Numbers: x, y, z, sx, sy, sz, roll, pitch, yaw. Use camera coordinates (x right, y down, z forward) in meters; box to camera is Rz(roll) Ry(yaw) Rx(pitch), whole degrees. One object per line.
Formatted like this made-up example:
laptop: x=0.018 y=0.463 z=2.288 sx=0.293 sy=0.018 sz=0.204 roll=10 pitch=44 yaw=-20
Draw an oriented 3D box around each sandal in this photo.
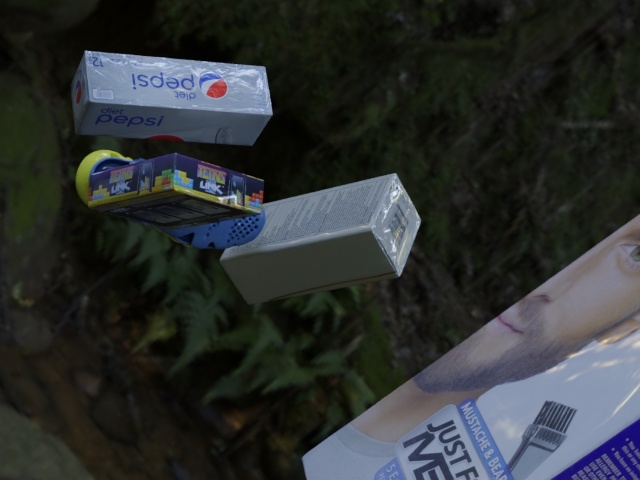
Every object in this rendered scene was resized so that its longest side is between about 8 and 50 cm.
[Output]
sandal: x=-0.230 y=-0.058 z=1.949 sx=0.317 sy=0.126 sz=0.138 roll=13 pitch=-2 yaw=-26

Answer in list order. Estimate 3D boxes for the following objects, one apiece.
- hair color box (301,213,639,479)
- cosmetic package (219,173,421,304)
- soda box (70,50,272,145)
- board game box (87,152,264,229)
hair color box: x=0.157 y=0.135 z=0.829 sx=0.110 sy=0.339 sz=0.185 roll=51 pitch=8 yaw=-25
cosmetic package: x=0.000 y=0.000 z=2.081 sx=0.113 sy=0.309 sz=0.160 roll=58 pitch=37 yaw=-28
soda box: x=-0.223 y=-0.210 z=1.818 sx=0.286 sy=0.098 sz=0.091 roll=2 pitch=63 yaw=-25
board game box: x=-0.177 y=-0.057 z=1.478 sx=0.141 sy=0.170 sz=0.048 roll=17 pitch=72 yaw=-44
